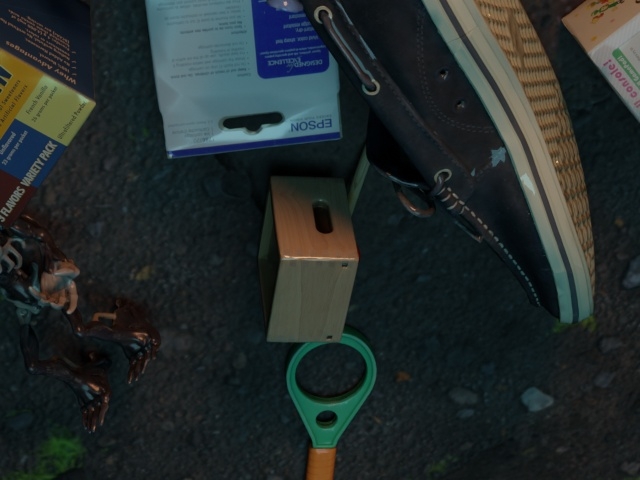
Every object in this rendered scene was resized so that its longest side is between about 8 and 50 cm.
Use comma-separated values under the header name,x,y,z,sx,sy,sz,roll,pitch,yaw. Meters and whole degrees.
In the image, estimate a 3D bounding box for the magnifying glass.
name,x,y,z,sx,sy,sz,roll,pitch,yaw
magnifying glass,0.005,0.187,1.748,0.092,0.026,0.231,0,120,-10

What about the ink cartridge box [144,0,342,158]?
name,x,y,z,sx,sy,sz,roll,pitch,yaw
ink cartridge box,-0.073,-0.237,1.468,0.165,0.065,0.333,-6,119,-6

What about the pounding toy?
name,x,y,z,sx,sy,sz,roll,pitch,yaw
pounding toy,0.000,0.000,1.590,0.100,0.141,0.130,2,134,-10

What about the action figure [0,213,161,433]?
name,x,y,z,sx,sy,sz,roll,pitch,yaw
action figure,-0.277,0.060,1.564,0.164,0.141,0.275,-43,120,17

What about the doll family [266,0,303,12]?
name,x,y,z,sx,sy,sz,roll,pitch,yaw
doll family,-0.067,-0.289,1.330,0.263,0.118,0.163,23,108,22

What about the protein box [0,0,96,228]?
name,x,y,z,sx,sy,sz,roll,pitch,yaw
protein box,-0.303,-0.150,1.400,0.200,0.201,0.136,29,112,-23

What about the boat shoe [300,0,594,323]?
name,x,y,z,sx,sy,sz,roll,pitch,yaw
boat shoe,0.123,-0.105,1.502,0.156,0.187,0.500,-16,134,19

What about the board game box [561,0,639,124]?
name,x,y,z,sx,sy,sz,roll,pitch,yaw
board game box,0.408,-0.201,1.548,0.303,0.097,0.224,-37,118,11
